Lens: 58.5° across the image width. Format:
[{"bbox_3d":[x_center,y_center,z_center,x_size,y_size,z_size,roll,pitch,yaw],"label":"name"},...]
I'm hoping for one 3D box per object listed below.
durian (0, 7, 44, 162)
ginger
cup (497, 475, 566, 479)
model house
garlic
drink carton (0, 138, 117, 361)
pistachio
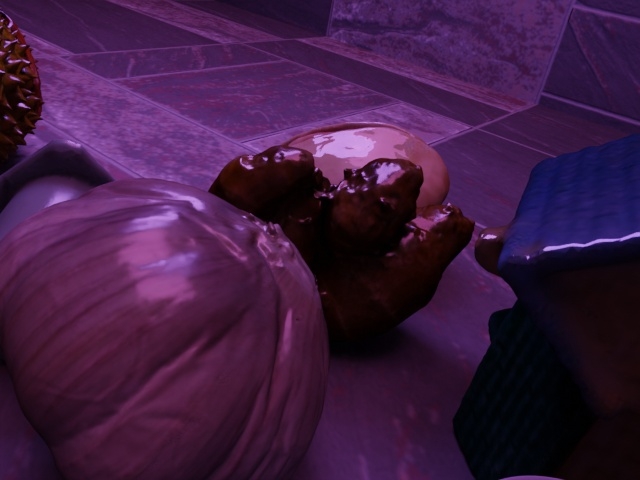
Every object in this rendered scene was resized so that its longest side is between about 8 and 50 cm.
[{"bbox_3d":[-0.645,-0.259,0.936,0.348,0.347,0.384,6,57,-8],"label":"durian"},{"bbox_3d":[0.010,0.003,0.718,0.358,0.274,0.152,8,34,-5],"label":"ginger"},{"bbox_3d":[0.115,0.265,0.366,0.167,0.202,0.221,-15,38,-37],"label":"cup"},{"bbox_3d":[0.307,0.092,0.554,0.343,0.382,0.334,22,31,16],"label":"model house"},{"bbox_3d":[-0.125,0.083,0.512,0.317,0.259,0.317,52,11,-15],"label":"garlic"},{"bbox_3d":[-0.315,0.032,0.663,0.191,0.185,0.189,-24,40,20],"label":"drink carton"},{"bbox_3d":[0.048,-0.079,0.921,0.309,0.229,0.230,7,28,11],"label":"pistachio"}]
